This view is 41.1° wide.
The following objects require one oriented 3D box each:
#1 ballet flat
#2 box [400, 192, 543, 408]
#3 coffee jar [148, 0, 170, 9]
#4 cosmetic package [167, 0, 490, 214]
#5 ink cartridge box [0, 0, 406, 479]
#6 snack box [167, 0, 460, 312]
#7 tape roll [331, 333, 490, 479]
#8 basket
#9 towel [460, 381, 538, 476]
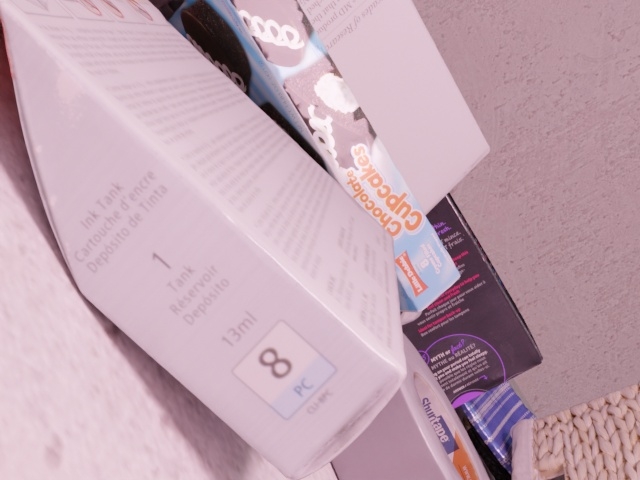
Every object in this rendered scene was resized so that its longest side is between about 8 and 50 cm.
[{"bbox_3d":[0.267,0.345,1.308,0.057,0.049,0.173,-8,59,-50],"label":"ballet flat"},{"bbox_3d":[0.160,0.072,1.163,0.270,0.165,0.143,60,10,-1],"label":"box"},{"bbox_3d":[-0.183,-0.276,0.698,0.184,0.079,0.096,52,12,-41],"label":"coffee jar"},{"bbox_3d":[-0.024,-0.234,0.927,0.230,0.161,0.453,30,-20,54],"label":"cosmetic package"},{"bbox_3d":[-0.113,-0.067,0.533,0.385,0.091,0.308,42,12,-6],"label":"ink cartridge box"},{"bbox_3d":[-0.019,-0.082,0.774,0.322,0.060,0.187,58,-21,-11],"label":"snack box"},{"bbox_3d":[0.075,0.176,0.701,0.219,0.072,0.219,56,10,-16],"label":"tape roll"},{"bbox_3d":[0.449,0.413,1.135,0.331,0.266,0.328,54,24,-18],"label":"basket"},{"bbox_3d":[0.240,0.200,1.363,0.336,0.040,0.243,55,21,11],"label":"towel"}]
